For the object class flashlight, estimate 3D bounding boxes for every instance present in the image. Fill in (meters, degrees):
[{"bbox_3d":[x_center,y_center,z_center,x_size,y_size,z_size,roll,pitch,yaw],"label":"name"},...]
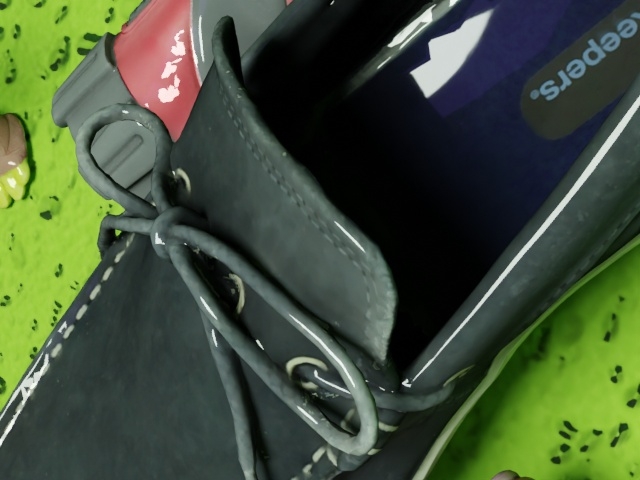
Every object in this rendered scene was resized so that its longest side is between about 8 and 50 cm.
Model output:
[{"bbox_3d":[0.011,-0.128,0.493,0.304,0.103,0.103,-39,63,22],"label":"flashlight"}]

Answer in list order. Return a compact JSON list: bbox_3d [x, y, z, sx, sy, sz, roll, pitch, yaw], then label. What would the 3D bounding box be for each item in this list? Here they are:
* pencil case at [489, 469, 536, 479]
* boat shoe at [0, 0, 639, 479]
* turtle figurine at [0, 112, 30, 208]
[{"bbox_3d":[0.131,0.261,0.342,0.160,0.167,0.386,-50,63,17],"label":"pencil case"},{"bbox_3d":[0.000,0.000,0.407,0.500,0.156,0.187,-43,57,15],"label":"boat shoe"},{"bbox_3d":[-0.288,-0.037,0.614,0.269,0.217,0.087,-43,65,26],"label":"turtle figurine"}]
